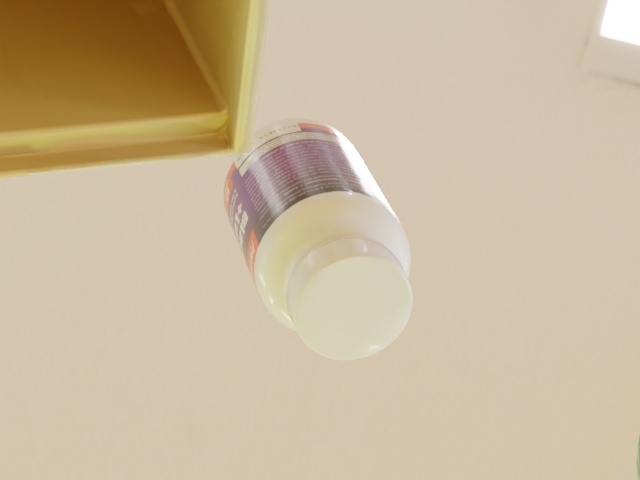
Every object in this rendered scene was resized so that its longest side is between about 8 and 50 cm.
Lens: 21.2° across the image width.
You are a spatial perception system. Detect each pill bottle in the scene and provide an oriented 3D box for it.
[{"bbox_3d":[0.000,0.000,1.177,0.108,0.108,0.193,-14,-150,-7],"label":"pill bottle"}]

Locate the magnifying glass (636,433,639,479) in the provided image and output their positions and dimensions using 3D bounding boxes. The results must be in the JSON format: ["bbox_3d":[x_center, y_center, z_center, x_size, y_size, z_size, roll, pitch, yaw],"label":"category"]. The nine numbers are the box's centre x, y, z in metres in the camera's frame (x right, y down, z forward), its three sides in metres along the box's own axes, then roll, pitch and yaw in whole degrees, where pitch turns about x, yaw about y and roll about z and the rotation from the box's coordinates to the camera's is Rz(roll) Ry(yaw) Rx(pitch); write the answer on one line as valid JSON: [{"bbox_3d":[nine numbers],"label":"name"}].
[{"bbox_3d":[0.248,0.078,0.836,0.231,0.026,0.092,-26,-146,-30],"label":"magnifying glass"}]

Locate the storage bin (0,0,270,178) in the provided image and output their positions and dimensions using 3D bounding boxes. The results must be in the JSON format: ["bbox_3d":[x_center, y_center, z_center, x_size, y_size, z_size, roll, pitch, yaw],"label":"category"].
[{"bbox_3d":[-0.146,-0.151,0.479,0.260,0.262,0.123,-7,-137,-20],"label":"storage bin"}]
